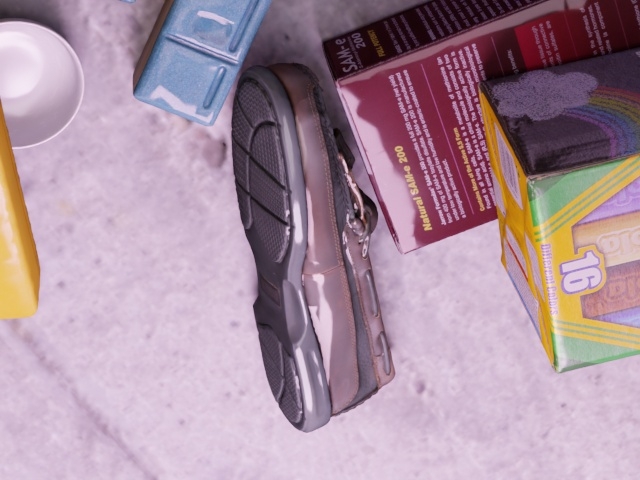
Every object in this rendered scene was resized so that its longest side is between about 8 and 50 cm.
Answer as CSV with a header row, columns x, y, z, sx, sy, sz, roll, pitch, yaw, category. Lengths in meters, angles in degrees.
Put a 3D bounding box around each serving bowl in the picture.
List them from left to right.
x,y,z,sx,sy,sz,roll,pitch,yaw,category
-0.186,-0.099,0.911,0.083,0.027,0.083,-7,122,-12,serving bowl

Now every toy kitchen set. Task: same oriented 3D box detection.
x,y,z,sx,sy,sz,roll,pitch,yaw,category
-0.129,-0.129,0.827,0.207,0.166,0.122,20,114,-16,toy kitchen set

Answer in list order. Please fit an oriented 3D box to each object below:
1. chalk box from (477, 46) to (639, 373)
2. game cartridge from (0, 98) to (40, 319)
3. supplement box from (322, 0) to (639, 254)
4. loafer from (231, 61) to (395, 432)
x,y,z,sx,sy,sz,roll,pitch,yaw,category
0.213,-0.032,0.861,0.213,0.132,0.132,-12,120,-1,chalk box
-0.323,-0.051,0.759,0.324,0.052,0.285,-5,139,-4,game cartridge
0.135,-0.099,0.931,0.239,0.073,0.130,-20,118,2,supplement box
0.000,0.000,0.966,0.084,0.096,0.267,-19,127,-20,loafer
